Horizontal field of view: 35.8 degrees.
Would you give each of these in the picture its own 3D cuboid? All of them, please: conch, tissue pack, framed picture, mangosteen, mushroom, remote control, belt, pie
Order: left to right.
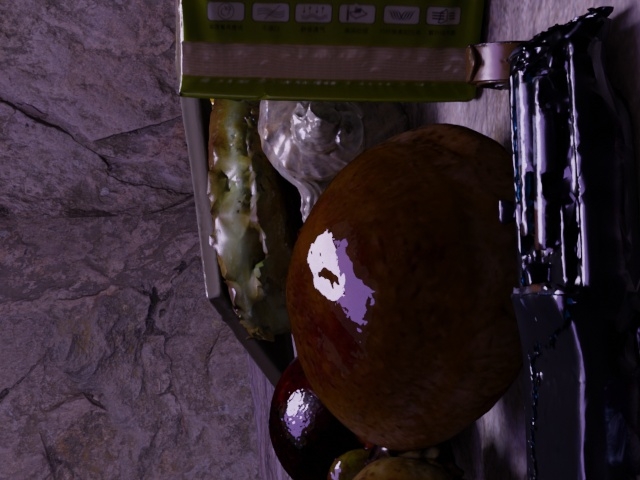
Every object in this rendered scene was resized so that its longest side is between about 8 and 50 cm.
[{"bbox_3d":[-0.106,0.019,1.392,0.446,0.028,0.326,66,-168,-62],"label":"framed picture"},{"bbox_3d":[-0.054,-0.038,1.245,0.288,0.102,0.355,38,-140,-59],"label":"pie"},{"bbox_3d":[-0.001,-0.225,0.953,0.200,0.274,0.167,-115,25,-69],"label":"tissue pack"},{"bbox_3d":[0.037,-0.102,1.153,0.210,0.158,0.291,71,-165,8],"label":"conch"},{"bbox_3d":[0.045,0.193,1.029,0.210,0.209,0.210,178,90,-81],"label":"mangosteen"},{"bbox_3d":[0.069,0.045,0.846,0.283,0.195,0.263,108,152,-65],"label":"mushroom"},{"bbox_3d":[0.141,-0.135,0.766,0.083,0.059,0.036,-152,61,-78],"label":"belt"},{"bbox_3d":[0.166,0.055,0.651,0.144,0.062,0.399,157,111,-79],"label":"remote control"}]

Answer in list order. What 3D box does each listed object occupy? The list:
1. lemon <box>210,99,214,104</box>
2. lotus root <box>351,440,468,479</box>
[{"bbox_3d":[-0.090,-0.204,1.587,0.284,0.260,0.261,101,164,-55],"label":"lemon"},{"bbox_3d":[0.094,0.288,0.822,0.141,0.169,0.314,-41,37,21],"label":"lotus root"}]
